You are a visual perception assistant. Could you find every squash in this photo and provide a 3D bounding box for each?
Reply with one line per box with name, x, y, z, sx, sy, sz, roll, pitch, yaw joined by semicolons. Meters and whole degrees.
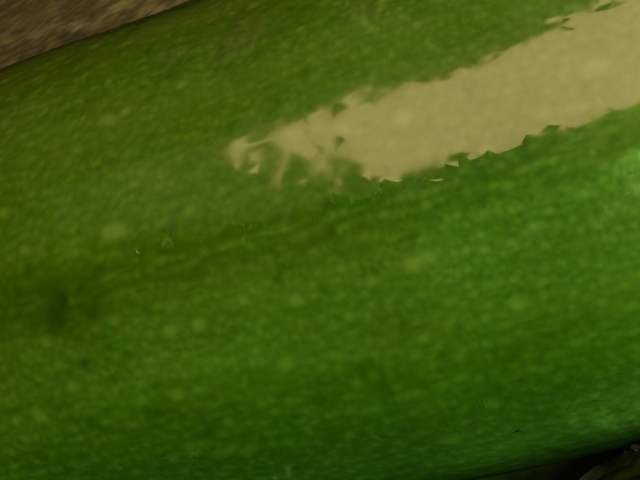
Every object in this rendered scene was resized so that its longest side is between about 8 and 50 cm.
squash;0.000;0.000;0.635;0.384;0.263;0.263;-14;46;17

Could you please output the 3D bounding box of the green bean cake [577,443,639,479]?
green bean cake;0.123;0.160;0.460;0.200;0.113;0.214;-41;2;-28
